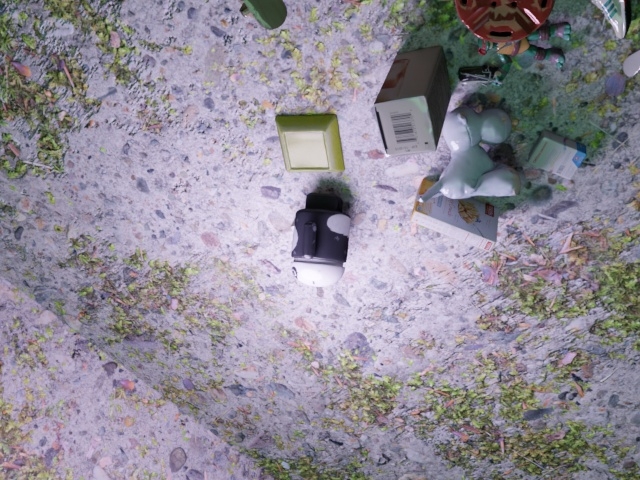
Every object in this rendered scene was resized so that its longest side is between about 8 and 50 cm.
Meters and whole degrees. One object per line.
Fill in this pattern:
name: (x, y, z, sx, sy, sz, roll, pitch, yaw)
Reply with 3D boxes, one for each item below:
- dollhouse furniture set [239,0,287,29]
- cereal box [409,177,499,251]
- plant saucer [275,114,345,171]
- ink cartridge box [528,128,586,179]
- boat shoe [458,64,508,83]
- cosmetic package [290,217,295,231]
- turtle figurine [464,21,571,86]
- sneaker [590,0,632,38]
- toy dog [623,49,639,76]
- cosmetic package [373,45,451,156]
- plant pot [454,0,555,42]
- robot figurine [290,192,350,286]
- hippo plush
dollhouse furniture set: (0.005, -0.595, 1.571, 0.394, 0.362, 0.256, -34, 112, 3)
cereal box: (0.380, -0.073, 1.956, 0.240, 0.173, 0.047, 21, 129, 1)
plant saucer: (-0.035, -0.269, 2.025, 0.188, 0.045, 0.188, 2, 127, 18)
ink cartridge box: (0.621, -0.227, 1.834, 0.122, 0.052, 0.088, 22, 130, 0)
boat shoe: (0.409, -0.424, 1.758, 0.125, 0.046, 0.038, 1, 132, 28)
cosmetic package: (-0.044, -0.021, 2.212, 0.041, 0.060, 0.115, -17, 121, 28)
turtle figurine: (0.464, -0.462, 1.659, 0.234, 0.118, 0.175, -3, 156, 3)
sneaker: (0.660, -0.537, 1.587, 0.075, 0.057, 0.161, 4, 131, 37)
toy dog: (0.819, -0.378, 1.617, 0.220, 0.161, 0.334, 9, 114, 15)
cosmetic package: (0.232, -0.345, 1.714, 0.129, 0.296, 0.153, -4, 124, 23)
plant pot: (0.404, -0.569, 1.501, 0.272, 0.265, 0.272, 9, 129, 11)
robot figurine: (-0.003, 0.000, 2.095, 0.209, 0.278, 0.173, 8, 175, -36)
hippo plush: (0.393, -0.233, 1.845, 0.294, 0.234, 0.237, -4, 95, 3)
